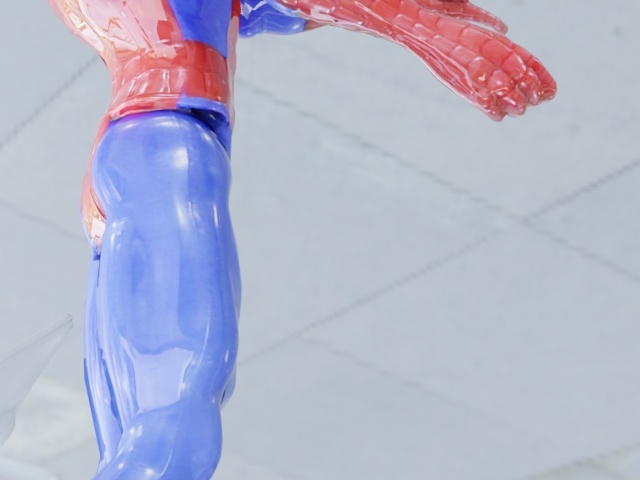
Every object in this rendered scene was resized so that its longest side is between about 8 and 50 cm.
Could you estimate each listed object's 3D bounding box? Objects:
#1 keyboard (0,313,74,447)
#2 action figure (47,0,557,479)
[{"bbox_3d":[-0.170,0.093,0.555,0.014,0.256,0.072,39,125,11],"label":"keyboard"},{"bbox_3d":[0.000,0.000,0.386,0.139,0.280,0.091,-1,166,-15],"label":"action figure"}]
